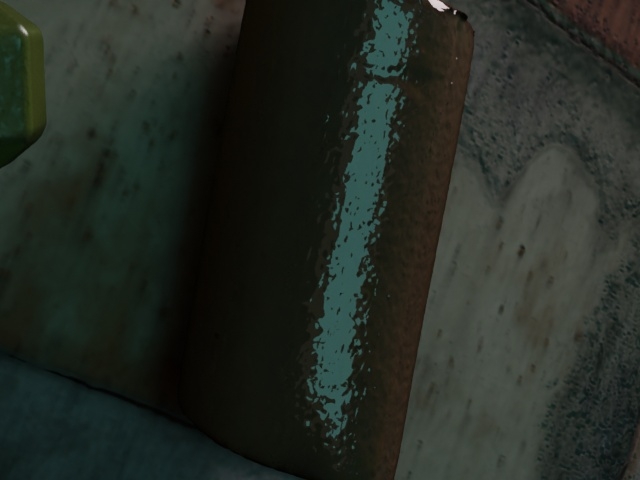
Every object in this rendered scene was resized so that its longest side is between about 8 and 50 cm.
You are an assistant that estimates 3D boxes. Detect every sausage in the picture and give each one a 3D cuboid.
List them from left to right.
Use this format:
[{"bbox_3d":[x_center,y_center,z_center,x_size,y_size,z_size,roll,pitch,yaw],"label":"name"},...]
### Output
[{"bbox_3d":[0.000,0.000,0.772,0.123,0.123,0.253,12,87,-37],"label":"sausage"}]

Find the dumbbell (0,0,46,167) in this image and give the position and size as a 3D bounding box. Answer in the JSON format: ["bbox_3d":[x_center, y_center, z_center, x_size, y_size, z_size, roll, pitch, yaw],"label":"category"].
[{"bbox_3d":[-0.177,-0.177,0.626,0.108,0.121,0.302,-21,110,-64],"label":"dumbbell"}]
